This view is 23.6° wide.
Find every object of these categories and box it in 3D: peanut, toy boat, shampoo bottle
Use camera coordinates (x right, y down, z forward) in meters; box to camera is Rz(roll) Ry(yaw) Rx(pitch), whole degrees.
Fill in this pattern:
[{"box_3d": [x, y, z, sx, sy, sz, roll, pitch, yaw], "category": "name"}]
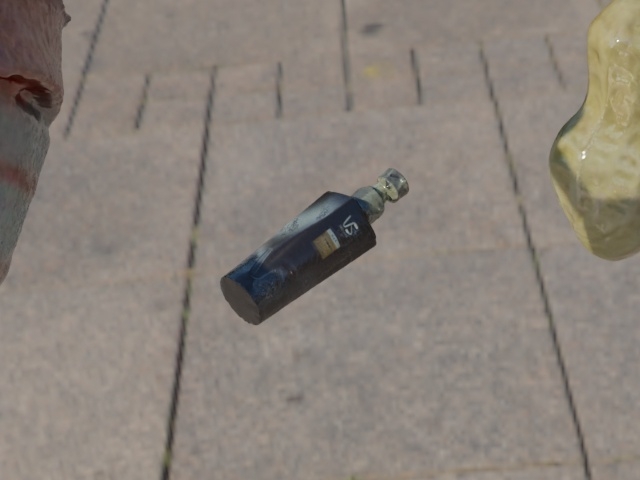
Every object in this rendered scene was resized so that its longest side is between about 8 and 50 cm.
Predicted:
[{"box_3d": [0.291, -0.113, 1.500, 0.125, 0.274, 0.111, 6, 17, -5], "category": "peanut"}, {"box_3d": [-0.210, -0.015, 0.887, 0.096, 0.206, 0.282, 3, 77, 8], "category": "toy boat"}, {"box_3d": [0.000, -0.001, 1.433, 0.208, 0.057, 0.063, -36, 27, -24], "category": "shampoo bottle"}]
